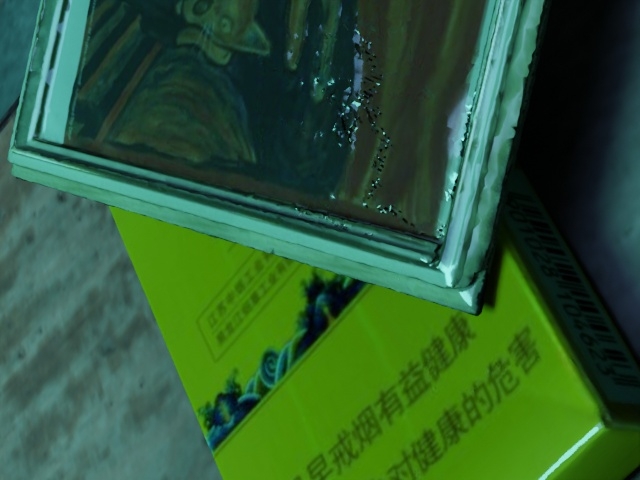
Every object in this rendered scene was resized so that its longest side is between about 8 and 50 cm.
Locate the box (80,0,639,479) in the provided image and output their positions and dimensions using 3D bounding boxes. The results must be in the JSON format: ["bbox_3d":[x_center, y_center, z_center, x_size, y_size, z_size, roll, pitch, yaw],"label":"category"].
[{"bbox_3d":[0.000,0.001,0.626,0.153,0.041,0.279,-50,49,31],"label":"box"}]

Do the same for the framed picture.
[{"bbox_3d":[-0.020,-0.106,0.629,0.273,0.016,0.216,14,93,48],"label":"framed picture"}]
